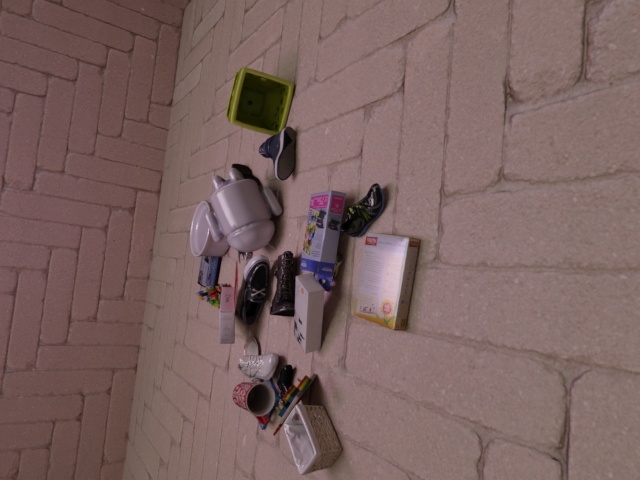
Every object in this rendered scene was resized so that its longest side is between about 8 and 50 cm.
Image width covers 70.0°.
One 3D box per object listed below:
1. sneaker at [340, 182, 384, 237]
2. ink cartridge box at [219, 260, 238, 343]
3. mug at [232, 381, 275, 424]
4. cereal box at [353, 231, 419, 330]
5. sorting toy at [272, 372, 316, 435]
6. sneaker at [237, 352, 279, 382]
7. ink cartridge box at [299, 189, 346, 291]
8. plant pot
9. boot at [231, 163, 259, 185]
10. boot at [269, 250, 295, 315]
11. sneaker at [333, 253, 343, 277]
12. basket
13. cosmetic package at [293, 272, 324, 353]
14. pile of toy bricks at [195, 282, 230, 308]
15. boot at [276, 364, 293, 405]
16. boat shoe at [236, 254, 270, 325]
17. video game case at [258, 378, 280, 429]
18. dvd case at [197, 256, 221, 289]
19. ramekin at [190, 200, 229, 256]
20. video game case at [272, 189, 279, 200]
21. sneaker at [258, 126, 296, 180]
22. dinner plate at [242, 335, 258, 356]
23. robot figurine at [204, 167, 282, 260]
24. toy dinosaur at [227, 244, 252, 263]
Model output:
[{"bbox_3d":[0.120,-0.083,1.320,0.188,0.078,0.067,-56,41,32],"label":"sneaker"},{"bbox_3d":[-0.380,0.245,1.889,0.296,0.066,0.261,-129,42,-73],"label":"ink cartridge box"},{"bbox_3d":[-0.252,0.590,1.668,0.169,0.113,0.150,-19,65,57],"label":"mug"},{"bbox_3d":[0.173,0.102,1.221,0.173,0.047,0.240,11,91,57],"label":"cereal box"},{"bbox_3d":[-0.087,0.495,1.445,0.046,0.132,0.275,35,118,12],"label":"sorting toy"},{"bbox_3d":[-0.239,0.460,1.684,0.232,0.115,0.090,-39,27,44],"label":"sneaker"},{"bbox_3d":[0.000,0.000,1.470,0.186,0.065,0.311,-174,91,-70],"label":"ink cartridge box"},{"bbox_3d":[-0.269,-0.577,1.908,0.207,0.228,0.227,37,114,60],"label":"plant pot"},{"bbox_3d":[-0.348,-0.242,2.058,0.305,0.112,0.115,-122,43,-57],"label":"boot"},{"bbox_3d":[-0.127,0.149,1.603,0.263,0.091,0.229,161,116,-71],"label":"boot"},{"bbox_3d":[0.044,0.076,1.439,0.035,0.031,0.083,47,121,51],"label":"sneaker"},{"bbox_3d":[-0.024,0.583,1.353,0.113,0.103,0.167,-61,38,27],"label":"basket"},{"bbox_3d":[-0.039,0.230,1.434,0.099,0.060,0.239,44,139,50],"label":"cosmetic package"},{"bbox_3d":[-0.506,0.276,2.181,0.212,0.118,0.105,-15,102,45],"label":"pile of toy bricks"},{"bbox_3d":[-0.112,0.499,1.562,0.099,0.045,0.121,62,139,46],"label":"boot"},{"bbox_3d":[-0.257,0.202,1.800,0.102,0.108,0.301,52,127,49],"label":"boat shoe"},{"bbox_3d":[-0.205,0.602,1.705,0.119,0.015,0.166,51,124,48],"label":"video game case"},{"bbox_3d":[-0.580,0.160,2.378,0.253,0.022,0.181,11,93,57],"label":"dvd case"},{"bbox_3d":[-0.536,-0.049,2.259,0.277,0.135,0.277,-21,64,53],"label":"ramekin"},{"bbox_3d":[-0.207,-0.162,1.898,0.122,0.011,0.087,-2,80,56],"label":"video game case"},{"bbox_3d":[-0.178,-0.323,1.810,0.163,0.086,0.226,-13,61,44],"label":"sneaker"},{"bbox_3d":[-0.279,0.460,1.850,0.141,0.017,0.141,-21,64,54],"label":"dinner plate"},{"bbox_3d":[-0.306,-0.105,1.811,0.200,0.299,0.354,11,-124,-84],"label":"robot figurine"},{"bbox_3d":[-0.360,-0.075,2.013,0.160,0.121,0.314,-34,58,32],"label":"toy dinosaur"}]
